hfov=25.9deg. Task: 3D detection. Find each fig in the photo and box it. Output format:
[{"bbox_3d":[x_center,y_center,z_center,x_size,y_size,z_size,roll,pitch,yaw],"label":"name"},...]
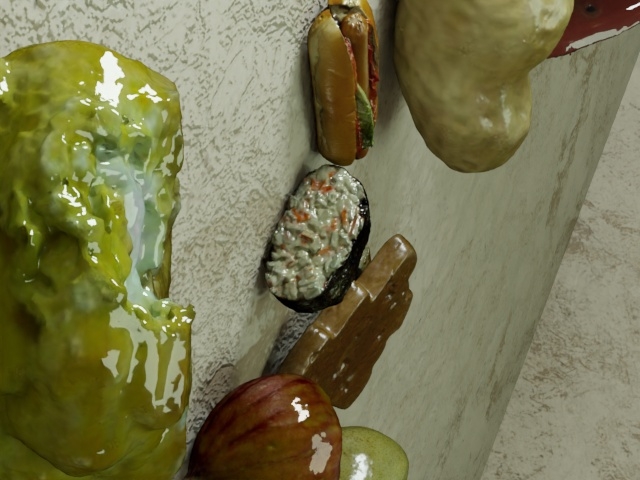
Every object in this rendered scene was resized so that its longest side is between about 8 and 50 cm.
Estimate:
[{"bbox_3d":[-0.068,0.221,1.410,0.149,0.202,0.148,48,24,-59],"label":"fig"}]

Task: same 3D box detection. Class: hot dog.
[{"bbox_3d":[0.029,-0.153,1.402,0.236,0.062,0.092,81,30,-58],"label":"hot dog"}]

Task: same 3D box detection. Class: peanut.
[{"bbox_3d":[0.179,-0.242,1.541,0.169,0.192,0.387,-62,162,-47],"label":"peanut"}]

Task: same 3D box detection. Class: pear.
[{"bbox_3d":[0.034,0.320,1.801,0.167,0.136,0.167,19,90,-76],"label":"pear"}]

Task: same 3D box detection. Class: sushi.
[{"bbox_3d":[0.000,0.000,1.434,0.150,0.090,0.078,-65,158,-11],"label":"sushi"}]

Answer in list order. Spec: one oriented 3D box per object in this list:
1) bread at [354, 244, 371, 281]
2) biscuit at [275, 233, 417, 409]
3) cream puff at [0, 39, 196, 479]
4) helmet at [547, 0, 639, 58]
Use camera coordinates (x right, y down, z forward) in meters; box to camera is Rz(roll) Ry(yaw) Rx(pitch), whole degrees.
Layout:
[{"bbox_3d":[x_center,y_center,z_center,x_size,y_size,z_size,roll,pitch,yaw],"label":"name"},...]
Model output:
[{"bbox_3d":[0.045,0.039,1.695,0.047,0.036,0.083,-60,163,-27],"label":"bread"},{"bbox_3d":[0.015,0.126,1.639,0.301,0.043,0.278,-31,149,-51],"label":"biscuit"},{"bbox_3d":[-0.166,0.021,0.792,0.282,0.185,0.282,-179,-90,-83],"label":"cream puff"},{"bbox_3d":[0.348,-0.436,1.775,0.385,0.230,0.337,-36,155,3],"label":"helmet"}]
